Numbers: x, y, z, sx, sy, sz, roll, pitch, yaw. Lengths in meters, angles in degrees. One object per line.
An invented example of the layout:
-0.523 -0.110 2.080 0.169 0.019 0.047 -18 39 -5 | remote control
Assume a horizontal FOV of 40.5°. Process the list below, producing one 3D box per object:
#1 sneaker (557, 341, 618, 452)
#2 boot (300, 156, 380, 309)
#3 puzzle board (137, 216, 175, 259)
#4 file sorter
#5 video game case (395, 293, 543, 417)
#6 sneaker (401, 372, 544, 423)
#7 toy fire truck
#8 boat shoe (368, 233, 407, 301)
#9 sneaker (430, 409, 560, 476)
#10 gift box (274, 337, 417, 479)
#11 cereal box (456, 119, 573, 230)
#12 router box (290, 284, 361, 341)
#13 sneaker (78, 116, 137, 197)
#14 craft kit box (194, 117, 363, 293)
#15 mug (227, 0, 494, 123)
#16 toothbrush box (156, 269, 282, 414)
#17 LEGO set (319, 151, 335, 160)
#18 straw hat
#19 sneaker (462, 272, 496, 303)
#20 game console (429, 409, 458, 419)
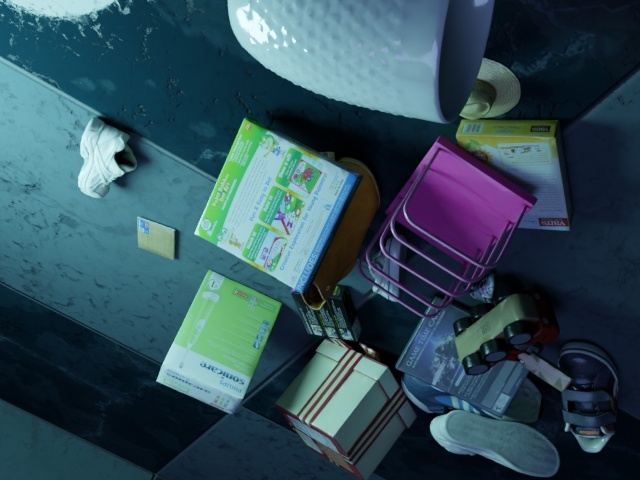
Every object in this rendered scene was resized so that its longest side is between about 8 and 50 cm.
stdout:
0.611 0.364 1.966 0.126 0.127 0.321 -1 138 31 | sneaker
0.029 -0.002 1.707 0.104 0.211 0.295 21 146 15 | boot
-0.399 -0.006 2.112 0.097 0.011 0.128 21 144 4 | puzzle board
0.213 -0.005 1.580 0.202 0.182 0.290 33 152 1 | file sorter
0.336 0.264 1.962 0.274 0.026 0.196 26 104 -4 | video game case
0.356 0.373 2.131 0.323 0.130 0.236 21 156 -8 | sneaker
0.443 0.220 1.848 0.247 0.158 0.217 10 141 -29 | toy fire truck
0.139 0.062 1.850 0.076 0.083 0.226 12 145 12 | boat shoe
0.405 0.474 2.048 0.293 0.108 0.169 23 164 -4 | sneaker
0.058 0.403 2.207 0.276 0.258 0.255 24 152 40 | gift box
0.348 -0.113 1.538 0.173 0.047 0.240 5 143 26 | cereal box
0.016 0.170 2.093 0.133 0.046 0.178 6 142 22 | router box
-0.457 -0.159 1.876 0.115 0.090 0.232 19 146 -2 | sneaker
-0.081 -0.066 1.632 0.247 0.061 0.249 28 104 10 | craft kit box
0.066 -0.321 1.261 0.328 0.276 0.374 15 175 19 | mug
-0.246 0.248 2.129 0.206 0.283 0.122 24 145 -5 | toothbrush box
-0.082 -0.106 1.734 0.287 0.132 0.107 -32 141 17 | LEGO set
0.251 -0.232 1.422 0.145 0.061 0.144 14 145 10 | straw hat
0.335 0.098 1.833 0.069 0.038 0.098 11 143 13 | sneaker
0.343 0.445 2.313 0.107 0.071 0.122 -7 146 -11 | game console
